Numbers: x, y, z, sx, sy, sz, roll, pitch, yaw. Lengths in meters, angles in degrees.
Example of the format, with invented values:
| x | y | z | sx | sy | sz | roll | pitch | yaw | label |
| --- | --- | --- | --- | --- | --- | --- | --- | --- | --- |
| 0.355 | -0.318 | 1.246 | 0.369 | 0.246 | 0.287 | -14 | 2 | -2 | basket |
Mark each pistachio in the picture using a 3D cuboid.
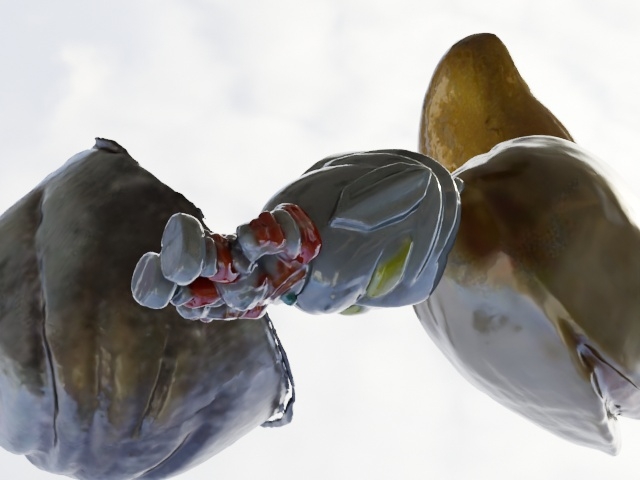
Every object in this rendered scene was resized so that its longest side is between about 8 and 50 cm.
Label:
| x | y | z | sx | sy | sz | roll | pitch | yaw | label |
| --- | --- | --- | --- | --- | --- | --- | --- | --- | --- |
| 0.127 | 0.032 | 0.728 | 0.144 | 0.215 | 0.144 | -29 | -143 | 25 | pistachio |

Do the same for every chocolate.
| x | y | z | sx | sy | sz | roll | pitch | yaw | label |
| --- | --- | --- | --- | --- | --- | --- | --- | --- | --- |
| -0.192 | 0.094 | 1.160 | 0.213 | 0.303 | 0.303 | -35 | -128 | -25 | chocolate |

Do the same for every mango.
| x | y | z | sx | sy | sz | roll | pitch | yaw | label |
| --- | --- | --- | --- | --- | --- | --- | --- | --- | --- |
| 0.154 | -0.036 | 1.103 | 0.109 | 0.157 | 0.262 | -1 | -108 | -33 | mango |

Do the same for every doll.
| x | y | z | sx | sy | sz | roll | pitch | yaw | label |
| --- | --- | --- | --- | --- | --- | --- | --- | --- | --- |
| 0.000 | 0.000 | 0.582 | 0.180 | 0.094 | 0.079 | -13 | -115 | -41 | doll |
